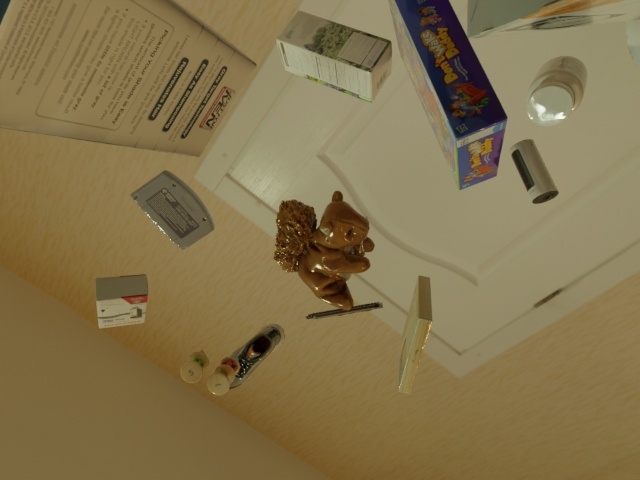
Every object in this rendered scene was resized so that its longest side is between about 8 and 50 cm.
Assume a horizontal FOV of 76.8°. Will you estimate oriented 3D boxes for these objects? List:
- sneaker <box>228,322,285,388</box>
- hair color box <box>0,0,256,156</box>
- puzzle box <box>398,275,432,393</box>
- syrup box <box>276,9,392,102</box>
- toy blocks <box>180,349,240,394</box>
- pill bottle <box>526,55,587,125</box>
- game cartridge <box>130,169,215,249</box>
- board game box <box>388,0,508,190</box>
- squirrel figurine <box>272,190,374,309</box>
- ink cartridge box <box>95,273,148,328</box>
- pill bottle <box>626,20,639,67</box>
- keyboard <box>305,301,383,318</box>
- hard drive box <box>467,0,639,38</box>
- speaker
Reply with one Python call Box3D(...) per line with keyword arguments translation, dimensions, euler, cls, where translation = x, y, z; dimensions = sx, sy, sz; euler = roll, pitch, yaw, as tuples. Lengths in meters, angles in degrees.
Box3D(translation=(-0.235, 0.376, 1.304), dimensions=(0.100, 0.271, 0.108), euler=(44, -174, 9), cls="sneaker")
Box3D(translation=(-0.225, -0.207, 0.462), dimensions=(0.105, 0.174, 0.347), euler=(40, -165, 8), cls="hair color box")
Box3D(translation=(0.382, 0.383, 1.645), dimensions=(0.052, 0.409, 0.272), euler=(10, -147, 7), cls="puzzle box")
Box3D(translation=(0.030, -0.404, 0.887), dimensions=(0.236, 0.093, 0.096), euler=(27, 165, 18), cls="syrup box")
Box3D(translation=(-0.264, 0.308, 0.998), dimensions=(0.123, 0.054, 0.148), euler=(26, -173, -2), cls="toy blocks")
Box3D(translation=(0.620, -0.391, 1.065), dimensions=(0.131, 0.131, 0.229), euler=(43, -131, -1), cls="pill bottle")
Box3D(translation=(-0.561, -0.120, 1.577), dimensions=(0.294, 0.196, 0.060), euler=(54, -167, -26), cls="game cartridge")
Box3D(translation=(0.224, -0.293, 0.740), dimensions=(0.233, 0.078, 0.347), euler=(34, -143, -66), cls="board game box")
Box3D(translation=(0.000, 0.000, 1.448), dimensions=(0.396, 0.370, 0.281), euler=(19, -124, 11), cls="squirrel figurine")
Box3D(translation=(-0.434, 0.135, 0.884), dimensions=(0.099, 0.135, 0.056), euler=(-3, -124, -28), cls="ink cartridge box")
Box3D(translation=(0.692, -0.393, 0.663), dimensions=(0.162, 0.278, 0.162), euler=(-11, -90, -68), cls="pill bottle")
Box3D(translation=(0.112, 0.300, 1.729), dimensions=(0.201, 0.317, 0.033), euler=(27, -127, -67), cls="keyboard")
Box3D(translation=(0.251, -0.215, 0.285), dimensions=(0.232, 0.089, 0.181), euler=(-7, -161, 0), cls="hard drive box")
Box3D(translation=(0.461, -0.149, 0.874), dimensions=(0.055, 0.055, 0.136), euler=(12, -122, -42), cls="speaker")
